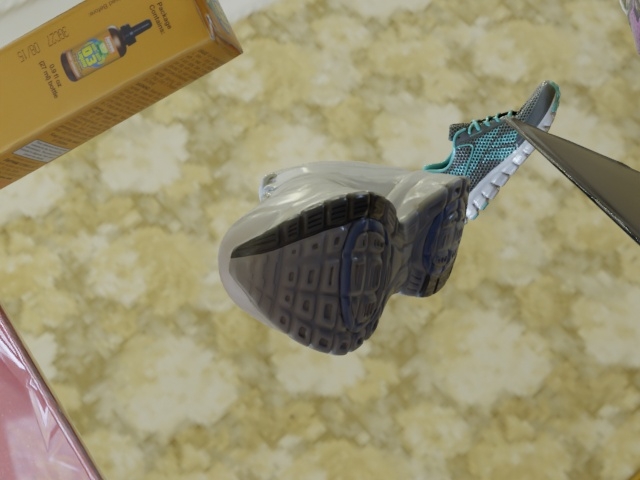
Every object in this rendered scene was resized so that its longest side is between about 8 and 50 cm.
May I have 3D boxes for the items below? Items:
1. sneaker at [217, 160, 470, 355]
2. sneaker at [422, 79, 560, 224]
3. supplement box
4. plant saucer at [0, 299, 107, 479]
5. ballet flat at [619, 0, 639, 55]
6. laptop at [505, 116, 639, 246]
[{"bbox_3d":[0.000,0.000,0.952,0.297,0.129,0.111,-13,-62,-65],"label":"sneaker"},{"bbox_3d":[0.159,-0.093,1.322,0.166,0.076,0.065,-50,4,15],"label":"sneaker"},{"bbox_3d":[-0.178,-0.120,1.023,0.233,0.078,0.080,-27,-11,13],"label":"supplement box"},{"bbox_3d":[-0.242,0.106,0.739,0.259,0.258,0.047,-33,-4,22],"label":"plant saucer"},{"bbox_3d":[0.250,-0.224,1.048,0.077,0.221,0.079,16,-37,-14],"label":"ballet flat"},{"bbox_3d":[0.310,0.141,0.915,0.236,0.382,0.408,-13,-64,-7],"label":"laptop"}]
